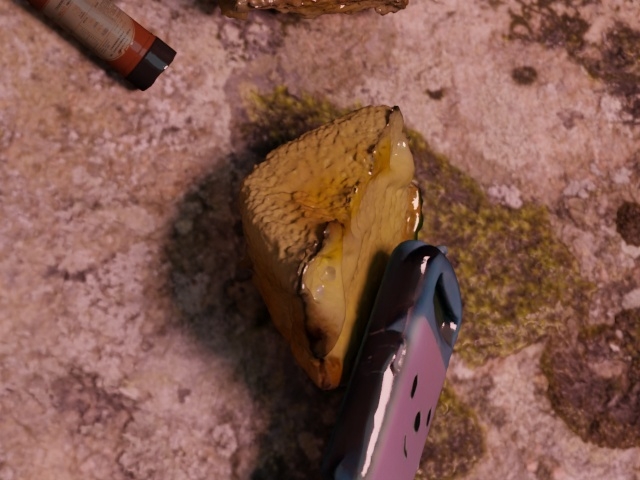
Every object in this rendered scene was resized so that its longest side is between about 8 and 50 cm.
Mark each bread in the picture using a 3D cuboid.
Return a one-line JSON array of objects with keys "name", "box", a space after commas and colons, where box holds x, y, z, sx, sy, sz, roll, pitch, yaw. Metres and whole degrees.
[{"name": "bread", "box": [-0.009, 0.003, 1.357, 0.133, 0.174, 0.252, 8, 50, 20]}]

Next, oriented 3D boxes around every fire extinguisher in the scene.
[{"name": "fire extinguisher", "box": [-0.210, -0.207, 1.363, 0.177, 0.050, 0.062, 38, 90, -14]}]

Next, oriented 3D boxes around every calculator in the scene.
[{"name": "calculator", "box": [0.068, 0.135, 1.366, 0.051, 0.173, 0.293, 11, 68, 20]}]

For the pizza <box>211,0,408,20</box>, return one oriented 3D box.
[{"name": "pizza", "box": [-0.063, -0.308, 1.439, 0.323, 0.089, 0.223, 50, 56, -6]}]
